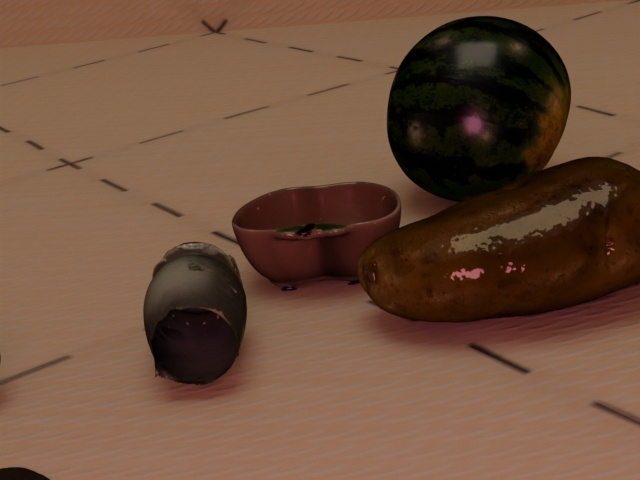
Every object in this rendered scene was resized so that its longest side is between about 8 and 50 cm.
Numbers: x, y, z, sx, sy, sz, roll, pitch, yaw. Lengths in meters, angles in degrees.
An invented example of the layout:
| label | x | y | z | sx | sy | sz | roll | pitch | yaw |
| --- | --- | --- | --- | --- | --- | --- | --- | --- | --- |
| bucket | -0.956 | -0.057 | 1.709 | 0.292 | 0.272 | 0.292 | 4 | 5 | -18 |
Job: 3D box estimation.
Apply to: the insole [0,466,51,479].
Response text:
| label | x | y | z | sx | sy | sz | roll | pitch | yaw |
| --- | --- | --- | --- | --- | --- | --- | --- | --- | --- |
| insole | -0.240 | 0.264 | 1.021 | 0.111 | 0.007 | 0.328 | -16 | 23 | -19 |

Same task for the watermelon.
| label | x | y | z | sx | sy | sz | roll | pitch | yaw |
| --- | --- | --- | --- | --- | --- | --- | --- | --- | --- |
| watermelon | 0.215 | -0.178 | 1.686 | 0.269 | 0.269 | 0.269 | -6 | 21 | 2 |

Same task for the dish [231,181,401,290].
| label | x | y | z | sx | sy | sz | roll | pitch | yaw |
| --- | --- | --- | --- | --- | --- | --- | --- | --- | --- |
| dish | 0.000 | 0.000 | 1.508 | 0.213 | 0.090 | 0.213 | -6 | 19 | 2 |

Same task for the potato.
| label | x | y | z | sx | sy | sz | roll | pitch | yaw |
| --- | --- | --- | --- | --- | --- | --- | --- | --- | --- |
| potato | 0.224 | 0.003 | 1.349 | 0.369 | 0.176 | 0.195 | -14 | 49 | -7 |

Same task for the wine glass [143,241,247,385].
| label | x | y | z | sx | sy | sz | roll | pitch | yaw |
| --- | --- | --- | --- | --- | --- | --- | --- | --- | --- |
| wine glass | -0.134 | 0.075 | 1.324 | 0.111 | 0.111 | 0.204 | -8 | 20 | -2 |
